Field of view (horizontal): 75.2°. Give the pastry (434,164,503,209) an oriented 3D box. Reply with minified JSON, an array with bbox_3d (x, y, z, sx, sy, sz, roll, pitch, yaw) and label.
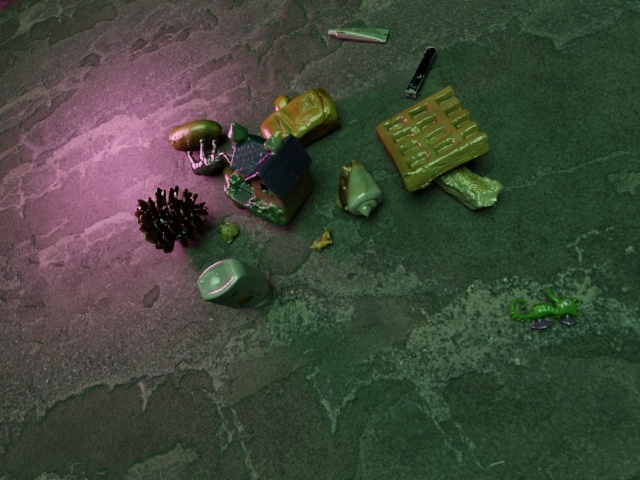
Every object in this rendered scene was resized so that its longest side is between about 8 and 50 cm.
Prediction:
[{"bbox_3d":[0.466,-0.196,1.362,0.258,0.089,0.121,40,94,23],"label":"pastry"}]

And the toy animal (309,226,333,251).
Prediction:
[{"bbox_3d":[0.000,0.000,1.479,0.083,0.060,0.081,-18,109,12],"label":"toy animal"}]

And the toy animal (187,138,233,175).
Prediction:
[{"bbox_3d":[-0.439,-0.337,1.669,0.270,0.082,0.137,-10,89,42],"label":"toy animal"}]

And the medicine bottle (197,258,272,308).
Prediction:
[{"bbox_3d":[-0.268,0.158,1.390,0.161,0.296,0.111,-31,68,6],"label":"medicine bottle"}]

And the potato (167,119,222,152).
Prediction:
[{"bbox_3d":[-0.518,-0.433,1.732,0.251,0.149,0.113,-4,79,17],"label":"potato"}]

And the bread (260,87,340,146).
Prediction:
[{"bbox_3d":[-0.079,-0.455,1.604,0.294,0.132,0.166,-27,74,8],"label":"bread"}]

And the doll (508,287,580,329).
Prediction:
[{"bbox_3d":[0.649,0.198,1.205,0.190,0.050,0.115,-14,74,16],"label":"doll"}]

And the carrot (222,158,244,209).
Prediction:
[{"bbox_3d":[-0.353,-0.246,1.672,0.078,0.078,0.298,-32,61,7],"label":"carrot"}]

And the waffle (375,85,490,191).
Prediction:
[{"bbox_3d":[0.361,-0.344,1.395,0.304,0.077,0.348,-25,47,12],"label":"waffle"}]

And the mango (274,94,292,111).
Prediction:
[{"bbox_3d":[-0.147,-0.535,1.690,0.079,0.057,0.114,-4,78,6],"label":"mango"}]

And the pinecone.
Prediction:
[{"bbox_3d":[-0.556,-0.092,1.596,0.264,0.264,0.264,-5,72,17],"label":"pinecone"}]

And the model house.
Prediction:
[{"bbox_3d":[-0.200,-0.256,1.464,0.312,0.280,0.245,31,67,18],"label":"model house"}]

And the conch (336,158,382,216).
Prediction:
[{"bbox_3d":[0.144,-0.177,1.466,0.158,0.127,0.255,-35,38,37],"label":"conch"}]

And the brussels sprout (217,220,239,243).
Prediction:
[{"bbox_3d":[-0.365,-0.040,1.615,0.085,0.058,0.085,-14,54,20],"label":"brussels sprout"}]

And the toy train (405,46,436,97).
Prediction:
[{"bbox_3d":[0.377,-0.628,1.546,0.043,0.047,0.207,23,81,22],"label":"toy train"}]

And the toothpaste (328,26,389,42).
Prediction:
[{"bbox_3d":[0.151,-0.841,1.692,0.256,0.037,0.067,13,73,18],"label":"toothpaste"}]
